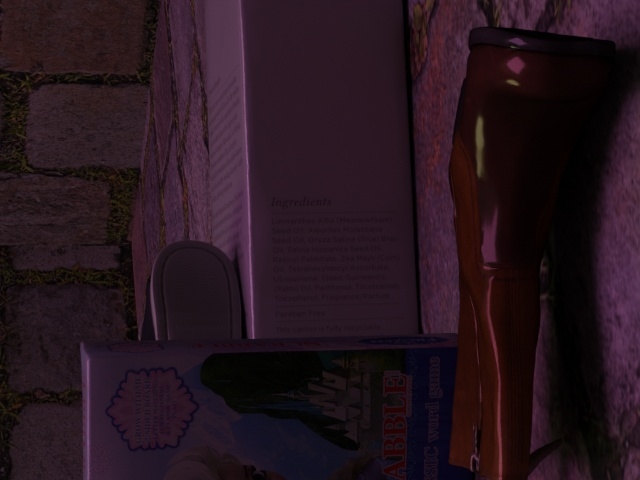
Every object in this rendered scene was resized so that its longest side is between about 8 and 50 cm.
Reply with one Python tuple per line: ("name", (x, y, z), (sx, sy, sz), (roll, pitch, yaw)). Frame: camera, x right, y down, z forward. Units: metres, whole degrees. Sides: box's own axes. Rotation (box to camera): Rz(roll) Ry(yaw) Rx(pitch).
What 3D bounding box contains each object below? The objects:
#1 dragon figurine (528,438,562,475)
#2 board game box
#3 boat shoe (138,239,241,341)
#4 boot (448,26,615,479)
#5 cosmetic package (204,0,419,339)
("dragon figurine", (0.106, 0.261, 1.261), (0.144, 0.085, 0.289), (-113, 28, -74))
("board game box", (-0.035, 0.238, 1.397), (0.066, 0.318, 0.319), (-152, 61, -76))
("boat shoe", (-0.115, 0.145, 1.536), (0.091, 0.114, 0.302), (108, 168, -52))
("boot", (0.117, 0.015, 1.102), (0.264, 0.096, 0.280), (146, 131, -78))
("cosmetic package", (-0.014, -0.046, 1.663), (0.230, 0.161, 0.453), (153, 115, -76))
